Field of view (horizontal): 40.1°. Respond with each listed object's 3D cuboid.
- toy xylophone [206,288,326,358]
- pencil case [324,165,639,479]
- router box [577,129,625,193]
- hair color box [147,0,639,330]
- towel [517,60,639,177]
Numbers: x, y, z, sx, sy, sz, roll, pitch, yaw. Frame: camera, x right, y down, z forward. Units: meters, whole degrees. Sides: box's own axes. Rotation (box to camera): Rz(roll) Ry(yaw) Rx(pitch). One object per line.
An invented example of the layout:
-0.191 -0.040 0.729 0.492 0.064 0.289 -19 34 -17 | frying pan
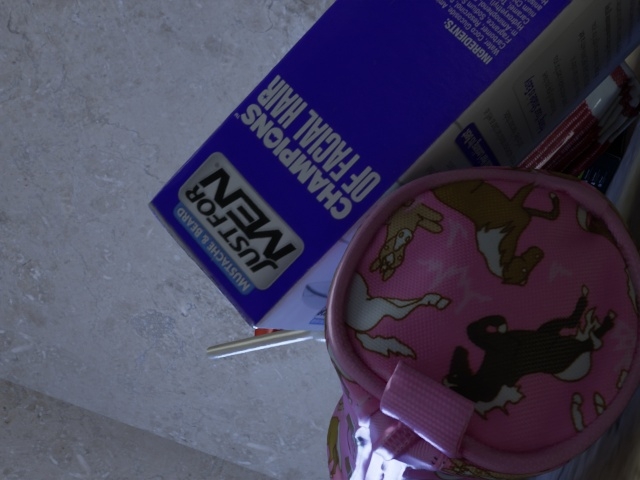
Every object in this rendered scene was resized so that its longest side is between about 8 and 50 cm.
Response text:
0.000 0.000 0.772 0.322 0.081 0.236 -14 55 54 | toy xylophone
0.081 0.097 0.567 0.386 0.160 0.167 90 178 -66 | pencil case
0.221 -0.065 0.742 0.122 0.038 0.092 97 -167 -52 | router box
0.076 -0.095 0.535 0.339 0.110 0.185 -47 -18 7 | hair color box
0.114 -0.073 0.768 0.329 0.037 0.237 -47 33 28 | towel
